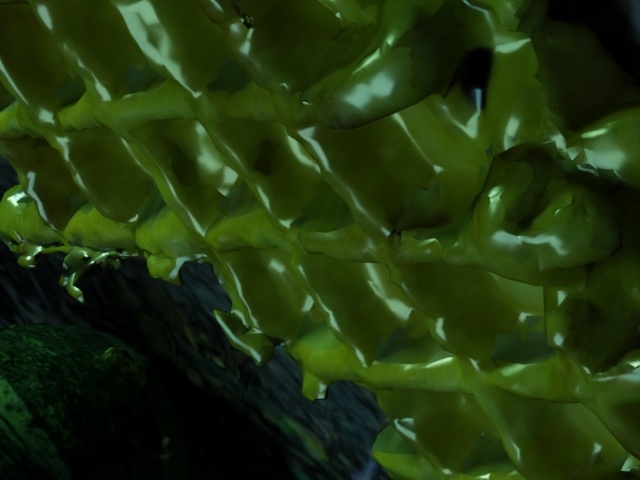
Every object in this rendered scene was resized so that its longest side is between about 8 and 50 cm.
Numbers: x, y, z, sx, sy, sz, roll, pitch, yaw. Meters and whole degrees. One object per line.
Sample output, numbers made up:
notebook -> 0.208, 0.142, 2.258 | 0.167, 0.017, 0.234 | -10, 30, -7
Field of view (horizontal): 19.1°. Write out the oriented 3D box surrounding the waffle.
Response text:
waffle -> 0.000, 0.000, 0.500 | 0.293, 0.069, 0.260 | 38, 153, 14

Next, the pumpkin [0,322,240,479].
pumpkin -> -0.113, 0.122, 0.695 | 0.146, 0.190, 0.190 | 18, 141, 48
